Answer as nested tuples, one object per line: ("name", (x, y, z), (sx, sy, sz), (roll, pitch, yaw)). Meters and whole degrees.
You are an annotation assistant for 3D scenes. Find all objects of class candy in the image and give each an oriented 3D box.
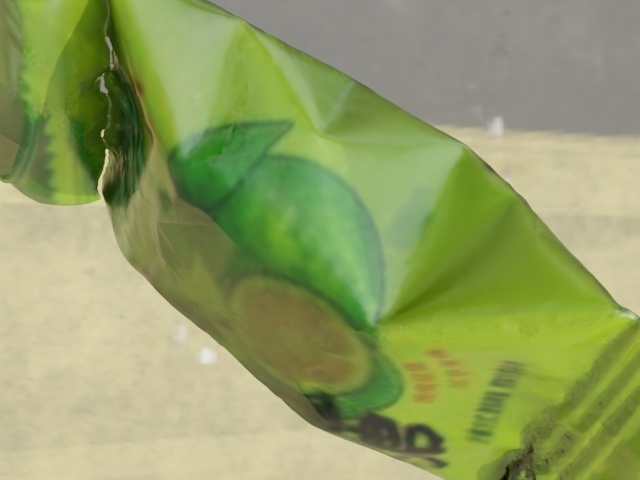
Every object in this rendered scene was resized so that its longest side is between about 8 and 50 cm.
("candy", (0.000, 0.000, 0.600), (0.246, 0.149, 0.069), (38, 63, 13))
